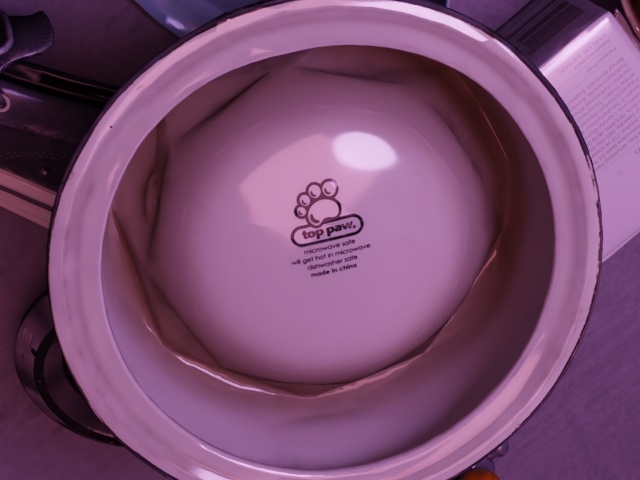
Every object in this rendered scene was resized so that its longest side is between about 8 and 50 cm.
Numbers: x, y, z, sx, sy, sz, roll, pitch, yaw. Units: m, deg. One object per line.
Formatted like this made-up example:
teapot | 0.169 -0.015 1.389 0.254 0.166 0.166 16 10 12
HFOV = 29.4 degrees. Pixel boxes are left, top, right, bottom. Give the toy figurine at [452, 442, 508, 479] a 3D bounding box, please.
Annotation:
toy figurine | 0.094 0.166 1.178 0.210 0.148 0.213 8 108 -12

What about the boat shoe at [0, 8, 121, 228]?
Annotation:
boat shoe | -0.284 -0.129 0.994 0.500 0.187 0.156 25 102 -23

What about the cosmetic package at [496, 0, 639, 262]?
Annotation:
cosmetic package | 0.226 -0.104 1.101 0.151 0.151 0.183 -40 110 7

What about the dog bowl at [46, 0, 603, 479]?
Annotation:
dog bowl | 0.000 0.000 0.943 0.408 0.150 0.408 -3 111 -8

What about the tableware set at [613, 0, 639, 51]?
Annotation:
tableware set | 0.268 -0.243 1.069 0.039 0.128 0.194 -27 117 32

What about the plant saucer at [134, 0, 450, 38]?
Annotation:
plant saucer | -0.043 -0.243 0.967 0.318 0.318 0.043 35 59 -19

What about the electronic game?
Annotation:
electronic game | -0.171 0.114 1.143 0.229 0.048 0.229 -1 128 -1
